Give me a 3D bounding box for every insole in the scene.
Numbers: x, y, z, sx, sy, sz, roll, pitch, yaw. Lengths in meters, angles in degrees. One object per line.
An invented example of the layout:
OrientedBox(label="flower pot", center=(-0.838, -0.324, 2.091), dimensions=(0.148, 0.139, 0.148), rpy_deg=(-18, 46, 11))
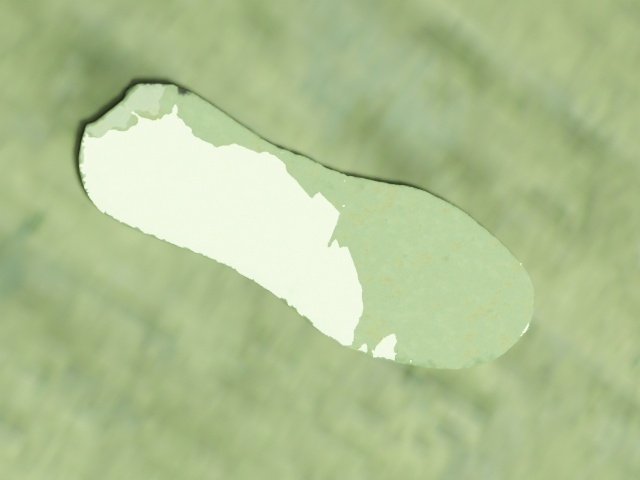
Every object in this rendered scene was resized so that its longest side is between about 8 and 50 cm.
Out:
OrientedBox(label="insole", center=(0.000, 0.000, 0.551), dimensions=(0.197, 0.004, 0.065), rpy_deg=(24, 93, -26))
